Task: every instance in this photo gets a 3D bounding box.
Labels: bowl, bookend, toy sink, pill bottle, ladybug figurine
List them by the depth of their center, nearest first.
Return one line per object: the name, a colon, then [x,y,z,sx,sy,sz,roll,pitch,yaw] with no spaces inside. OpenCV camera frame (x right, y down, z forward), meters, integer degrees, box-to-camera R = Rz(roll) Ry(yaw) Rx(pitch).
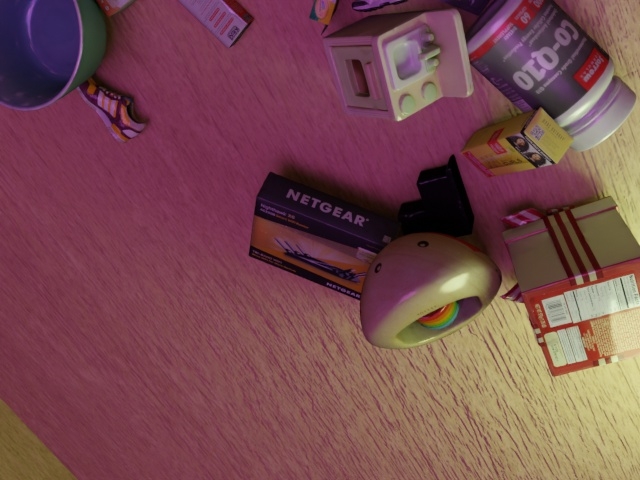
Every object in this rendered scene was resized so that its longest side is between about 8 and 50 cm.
pill bottle: [0.392,-0.296,1.066,0.283,0.161,0.161,39,125,-9]
toy sink: [0.130,-0.307,1.093,0.234,0.131,0.153,23,139,51]
bowl: [-0.567,-0.428,1.262,0.311,0.163,0.312,5,107,16]
ladybug figurine: [0.217,0.103,1.292,0.305,0.449,0.162,-28,67,7]
bookend: [0.228,-0.080,1.315,0.157,0.072,0.156,-13,116,26]

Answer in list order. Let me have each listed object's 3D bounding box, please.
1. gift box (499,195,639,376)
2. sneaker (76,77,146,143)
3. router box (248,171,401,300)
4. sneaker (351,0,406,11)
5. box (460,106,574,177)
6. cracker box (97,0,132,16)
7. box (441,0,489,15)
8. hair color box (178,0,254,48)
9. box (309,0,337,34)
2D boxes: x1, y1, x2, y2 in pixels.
gift box: [0.487,0.077,1.218,0.276,0.258,0.255,-14,117,17]
sneaker: [-0.472,-0.315,1.397,0.083,0.070,0.186,-31,110,14]
router box: [0.000,0.000,1.391,0.308,0.081,0.243,21,146,4]
sneaker: [0.109,-0.450,1.138,0.109,0.040,0.044,-9,103,19]
box: [0.351,-0.173,1.134,0.087,0.232,0.058,40,81,-11]
cracker box: [-0.371,-0.565,1.193,0.232,0.067,0.156,-24,113,29]
box: [0.219,-0.479,0.987,0.230,0.056,0.183,4,137,-34]
hair color box: [-0.209,-0.459,1.225,0.141,0.043,0.072,43,124,-11]
box: [0.023,-0.467,1.106,0.043,0.105,0.179,17,126,-1]
